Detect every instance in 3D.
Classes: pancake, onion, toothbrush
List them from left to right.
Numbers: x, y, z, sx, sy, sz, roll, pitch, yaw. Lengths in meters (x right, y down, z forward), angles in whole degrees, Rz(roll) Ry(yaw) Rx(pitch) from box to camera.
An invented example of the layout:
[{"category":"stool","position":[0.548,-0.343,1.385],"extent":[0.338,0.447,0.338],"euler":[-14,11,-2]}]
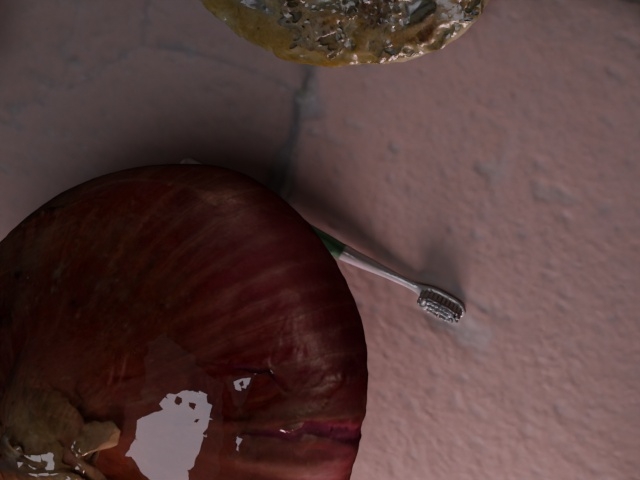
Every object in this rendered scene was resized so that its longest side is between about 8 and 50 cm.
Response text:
[{"category":"onion","position":[-0.125,0.115,1.379],"extent":[0.353,0.353,0.354],"euler":[6,114,14]},{"category":"toothbrush","position":[0.000,0.000,1.437],"extent":[0.257,0.024,0.018],"euler":[29,117,4]},{"category":"pancake","position":[0.006,-0.252,1.312],"extent":[0.282,0.049,0.282],"euler":[6,113,15]}]
